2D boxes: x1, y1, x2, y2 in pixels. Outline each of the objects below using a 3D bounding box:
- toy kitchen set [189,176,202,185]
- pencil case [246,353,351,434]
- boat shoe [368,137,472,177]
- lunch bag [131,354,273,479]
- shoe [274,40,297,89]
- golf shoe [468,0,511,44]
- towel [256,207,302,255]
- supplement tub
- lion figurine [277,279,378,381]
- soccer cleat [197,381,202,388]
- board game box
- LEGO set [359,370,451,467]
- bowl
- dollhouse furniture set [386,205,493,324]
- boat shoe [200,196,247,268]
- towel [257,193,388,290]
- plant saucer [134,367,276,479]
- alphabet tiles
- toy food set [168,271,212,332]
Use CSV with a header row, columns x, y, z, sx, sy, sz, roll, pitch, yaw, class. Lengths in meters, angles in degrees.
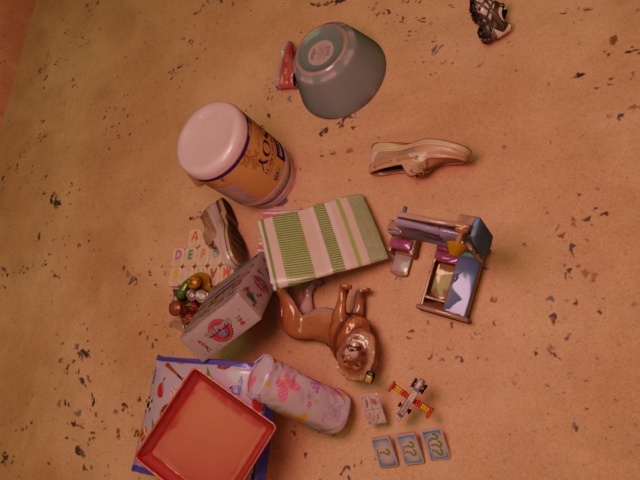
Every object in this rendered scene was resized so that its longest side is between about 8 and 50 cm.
x,y,z,sx,sy,sz,roll,pitch,yaw,class
-0.397,-0.328,1.789,0.207,0.122,0.166,-24,62,-2,toy kitchen set
-0.052,0.388,1.249,0.113,0.273,0.124,-34,33,48,pencil case
0.269,-0.219,1.375,0.302,0.109,0.098,7,82,36,boat shoe
-0.284,0.495,1.362,0.385,0.239,0.328,-8,68,34,lunch bag
-0.101,-0.613,1.734,0.081,0.063,0.178,10,84,29,shoe
0.486,-0.660,1.427,0.093,0.077,0.198,-16,73,12,golf shoe
-0.133,-0.010,1.567,0.144,0.029,0.197,-2,73,27,towel
-0.246,-0.247,1.529,0.240,0.331,0.241,-9,70,26,supplement tub
0.004,0.230,1.369,0.392,0.142,0.240,6,84,44,lion figurine
-0.321,0.385,1.277,0.035,0.029,0.083,18,80,14,soccer cleat
-0.247,0.176,1.413,0.224,0.303,0.097,-37,102,17,board game box
0.186,0.425,1.181,0.182,0.060,0.245,-17,90,23,LEGO set
0.036,-0.566,1.582,0.311,0.163,0.312,-9,69,25,bowl
0.241,0.051,1.180,0.286,0.303,0.198,13,79,31,dollhouse furniture set
-0.318,-0.010,1.604,0.103,0.113,0.302,-30,43,7,boat shoe
-0.002,-0.002,1.398,0.324,0.038,0.248,-16,56,-2,towel
-0.275,0.488,1.206,0.259,0.048,0.259,31,81,14,plant saucer
-0.402,0.089,1.686,0.284,0.021,0.278,-4,72,28,alphabet tiles
-0.436,0.205,1.621,0.128,0.071,0.218,26,93,30,toy food set
